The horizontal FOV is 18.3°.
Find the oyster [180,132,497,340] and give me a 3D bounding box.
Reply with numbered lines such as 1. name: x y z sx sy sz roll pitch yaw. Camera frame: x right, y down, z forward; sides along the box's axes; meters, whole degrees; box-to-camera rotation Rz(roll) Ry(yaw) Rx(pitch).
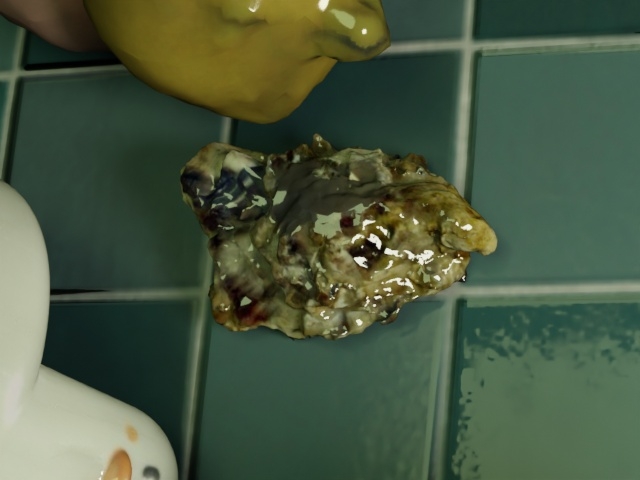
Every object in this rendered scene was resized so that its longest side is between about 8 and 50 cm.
1. oyster: 0.007 -0.006 0.920 0.148 0.051 0.103 -8 77 9

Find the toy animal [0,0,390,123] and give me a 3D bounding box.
1. toy animal: -0.081 -0.156 0.950 0.281 0.195 0.169 24 123 31

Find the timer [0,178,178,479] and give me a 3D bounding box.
1. timer: -0.204 0.071 0.927 0.233 0.240 0.234 -34 42 37
